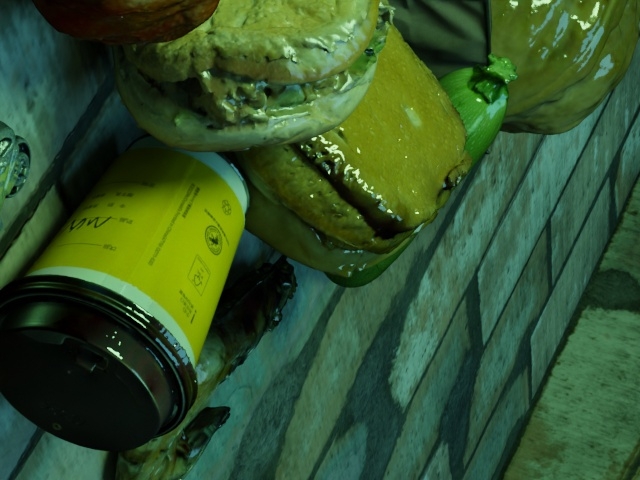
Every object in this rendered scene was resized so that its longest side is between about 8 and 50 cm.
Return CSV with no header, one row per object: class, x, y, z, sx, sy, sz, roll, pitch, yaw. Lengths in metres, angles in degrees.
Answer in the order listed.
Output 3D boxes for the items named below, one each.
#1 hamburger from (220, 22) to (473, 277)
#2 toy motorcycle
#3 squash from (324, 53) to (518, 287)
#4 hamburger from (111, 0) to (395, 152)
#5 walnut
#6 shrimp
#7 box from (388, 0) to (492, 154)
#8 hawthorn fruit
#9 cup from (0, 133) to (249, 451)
hamburger,0.008,-0.115,1.809,0.174,0.284,0.304,-43,179,39
toy motorcycle,-0.284,-0.035,1.422,0.124,0.061,0.193,87,27,-47
squash,0.096,-0.071,2.025,0.395,0.107,0.107,-51,178,42
hamburger,-0.061,-0.195,1.607,0.286,0.243,0.146,-41,154,-31
walnut,0.258,-0.291,2.299,0.306,0.306,0.344,62,47,-63
shrimp,-0.124,0.160,2.021,0.365,0.071,0.233,-49,160,-48
box,0.105,-0.231,2.043,0.252,0.188,0.153,88,6,-47
hawthorn fruit,-0.152,-0.228,1.442,0.179,0.173,0.174,-57,159,-69
cup,-0.171,0.040,1.627,0.196,0.196,0.280,87,20,-45
